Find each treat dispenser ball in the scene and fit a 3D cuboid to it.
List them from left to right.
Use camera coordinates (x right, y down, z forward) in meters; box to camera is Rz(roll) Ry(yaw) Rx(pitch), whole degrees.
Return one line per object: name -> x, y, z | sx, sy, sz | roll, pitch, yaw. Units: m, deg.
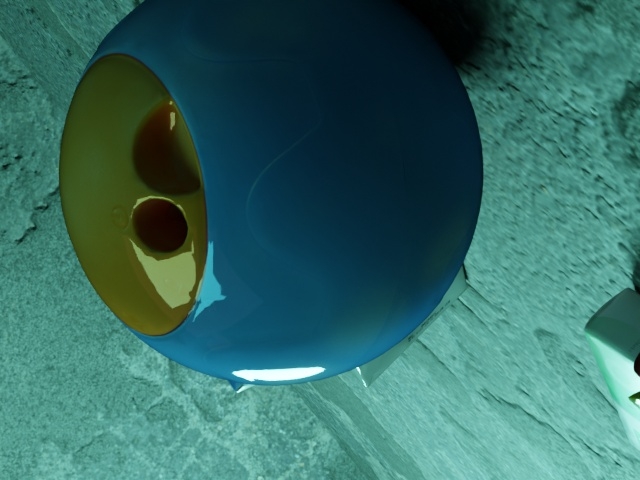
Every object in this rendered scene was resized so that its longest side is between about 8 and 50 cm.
treat dispenser ball -> -0.034, -0.045, 1.006 | 0.288, 0.288, 0.288 | 44, 168, 12

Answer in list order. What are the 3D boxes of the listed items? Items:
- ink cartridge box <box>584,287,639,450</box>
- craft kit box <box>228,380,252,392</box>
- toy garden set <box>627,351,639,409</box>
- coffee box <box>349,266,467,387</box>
ink cartridge box -> 0.302, 0.147, 1.056 | 0.224, 0.056, 0.181 | 38, 166, 40
craft kit box -> -0.067, -0.034, 1.298 | 0.250, 0.061, 0.247 | 56, 137, 15
toy garden set -> 0.275, 0.146, 0.769 | 0.204, 0.049, 0.244 | 41, 174, -16
coffee box -> 0.000, 0.000, 1.397 | 0.246, 0.141, 0.098 | 39, 166, 29
